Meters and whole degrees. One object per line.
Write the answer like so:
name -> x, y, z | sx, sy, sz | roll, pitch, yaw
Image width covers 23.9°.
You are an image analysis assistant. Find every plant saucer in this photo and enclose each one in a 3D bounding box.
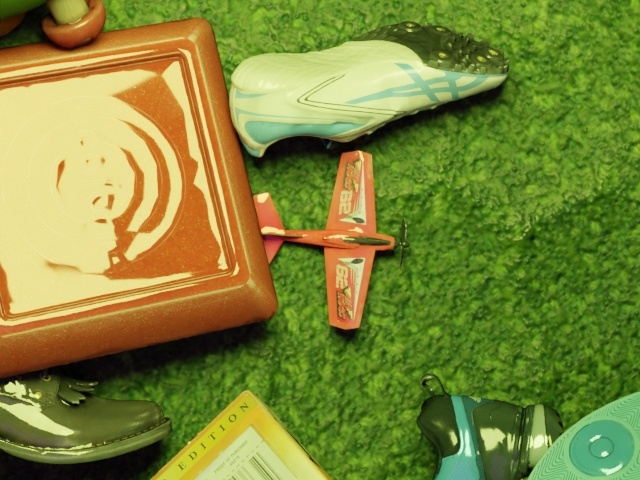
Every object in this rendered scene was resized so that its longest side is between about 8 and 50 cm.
plant saucer -> -0.177, -0.041, 1.180 | 0.259, 0.048, 0.258 | -11, 83, -17

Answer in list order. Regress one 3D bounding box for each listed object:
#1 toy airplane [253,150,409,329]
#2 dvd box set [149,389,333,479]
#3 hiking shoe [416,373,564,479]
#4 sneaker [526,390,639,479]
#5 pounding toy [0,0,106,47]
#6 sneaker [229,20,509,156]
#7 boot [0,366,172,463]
toy airplane -> 0.000, 0.000, 1.260 | 0.151, 0.028, 0.151 | 0, 92, -8
dvd box set -> -0.034, 0.359, 1.132 | 0.307, 0.062, 0.420 | -44, 59, -3
hiking shoe -> 0.112, 0.273, 1.265 | 0.132, 0.113, 0.304 | 14, 88, 10
sneaker -> 0.313, 0.202, 1.228 | 0.319, 0.127, 0.208 | -30, 136, -9
pounding toy -> -0.256, -0.186, 1.162 | 0.237, 0.183, 0.110 | -34, 128, -18
sneaker -> 0.040, -0.123, 1.242 | 0.237, 0.085, 0.086 | -10, 128, -13
boot -> -0.245, 0.058, 1.203 | 0.263, 0.091, 0.229 | 3, 87, -13
